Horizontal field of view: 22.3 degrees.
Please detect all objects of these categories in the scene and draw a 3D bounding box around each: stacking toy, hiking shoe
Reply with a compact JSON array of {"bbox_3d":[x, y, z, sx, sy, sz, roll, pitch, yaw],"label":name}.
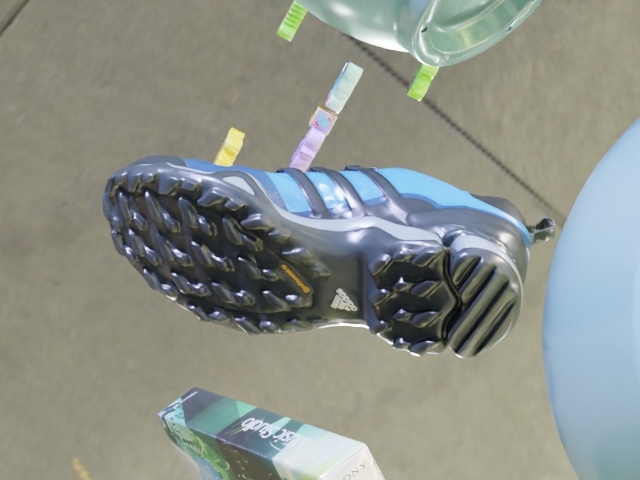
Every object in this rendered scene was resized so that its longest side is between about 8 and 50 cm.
[{"bbox_3d":[0.005,-0.128,1.685,0.167,0.052,0.221,26,106,-7],"label":"stacking toy"},{"bbox_3d":[0.000,0.000,1.130,0.304,0.132,0.113,15,119,13],"label":"hiking shoe"}]

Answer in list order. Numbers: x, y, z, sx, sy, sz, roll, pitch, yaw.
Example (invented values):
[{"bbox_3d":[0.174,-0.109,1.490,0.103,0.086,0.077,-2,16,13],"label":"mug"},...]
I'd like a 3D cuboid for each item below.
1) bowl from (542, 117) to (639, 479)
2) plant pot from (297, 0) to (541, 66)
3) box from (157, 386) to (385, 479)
[{"bbox_3d":[0.256,0.042,0.751,0.312,0.163,0.311,-1,85,9],"label":"bowl"},{"bbox_3d":[0.102,-0.287,1.503,0.293,0.293,0.196,-43,66,17],"label":"plant pot"},{"bbox_3d":[-0.011,0.260,1.455,0.058,0.322,0.232,-35,109,-24],"label":"box"}]
